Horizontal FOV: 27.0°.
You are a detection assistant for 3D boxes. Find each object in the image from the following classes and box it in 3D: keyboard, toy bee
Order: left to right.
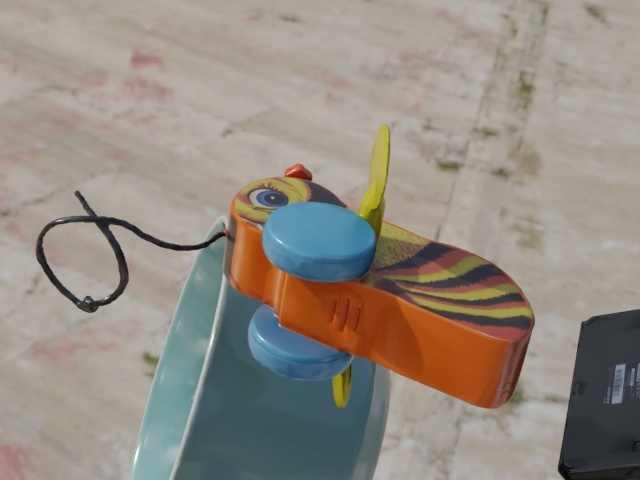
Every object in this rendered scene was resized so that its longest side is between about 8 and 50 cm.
[{"bbox_3d":[0.000,0.000,0.868,0.298,0.195,0.162,34,33,-1],"label":"toy bee"},{"bbox_3d":[0.235,0.108,0.968,0.108,0.023,0.180,-12,31,25],"label":"keyboard"}]

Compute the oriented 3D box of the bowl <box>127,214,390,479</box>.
[{"bbox_3d":[-0.048,0.149,1.087,0.163,0.311,0.311,17,26,-10],"label":"bowl"}]
